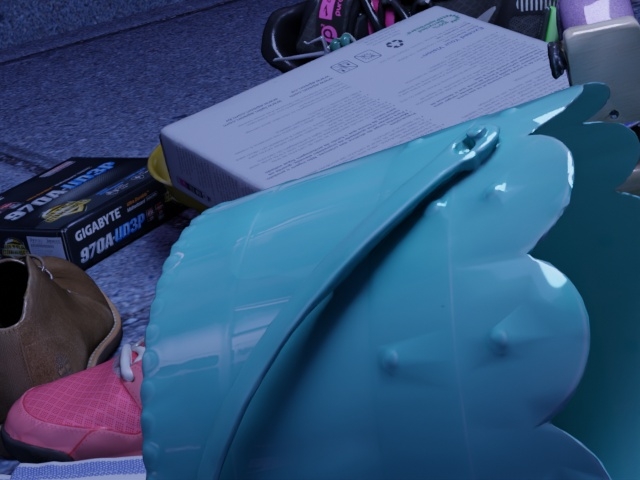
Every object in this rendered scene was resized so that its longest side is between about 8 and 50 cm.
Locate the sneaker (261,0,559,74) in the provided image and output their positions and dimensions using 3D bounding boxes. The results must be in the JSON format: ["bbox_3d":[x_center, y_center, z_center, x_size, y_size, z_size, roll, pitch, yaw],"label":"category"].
[{"bbox_3d":[0.088,-0.214,1.411,0.202,0.185,0.483,13,-9,-30],"label":"sneaker"}]

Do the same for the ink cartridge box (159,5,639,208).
[{"bbox_3d":[0.083,-0.084,1.085,0.324,0.071,0.330,-27,36,-26],"label":"ink cartridge box"}]

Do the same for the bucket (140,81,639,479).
[{"bbox_3d":[0.060,0.083,0.562,0.183,0.281,0.281,-12,17,22],"label":"bucket"}]

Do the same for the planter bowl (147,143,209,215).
[{"bbox_3d":[-0.052,-0.056,1.253,0.217,0.090,0.217,-8,26,4],"label":"planter bowl"}]

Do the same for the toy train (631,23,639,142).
[{"bbox_3d":[0.343,-0.157,1.307,0.190,0.142,0.334,-1,16,-10],"label":"toy train"}]

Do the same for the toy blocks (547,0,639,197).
[{"bbox_3d":[0.305,-0.073,0.847,0.309,0.288,0.260,-10,25,7],"label":"toy blocks"}]

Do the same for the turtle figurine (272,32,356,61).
[{"bbox_3d":[0.035,-0.128,1.353,0.118,0.175,0.234,-3,19,-42],"label":"turtle figurine"}]

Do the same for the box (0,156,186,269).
[{"bbox_3d":[-0.260,-0.030,1.353,0.175,0.051,0.220,2,23,31],"label":"box"}]

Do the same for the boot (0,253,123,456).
[{"bbox_3d":[-0.223,0.050,1.019,0.112,0.115,0.305,-15,18,-5],"label":"boot"}]

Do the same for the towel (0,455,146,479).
[{"bbox_3d":[-0.115,0.197,0.674,0.209,0.034,0.285,-5,22,6],"label":"towel"}]

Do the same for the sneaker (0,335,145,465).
[{"bbox_3d":[-0.062,0.065,0.860,0.314,0.136,0.116,-13,18,-7],"label":"sneaker"}]
